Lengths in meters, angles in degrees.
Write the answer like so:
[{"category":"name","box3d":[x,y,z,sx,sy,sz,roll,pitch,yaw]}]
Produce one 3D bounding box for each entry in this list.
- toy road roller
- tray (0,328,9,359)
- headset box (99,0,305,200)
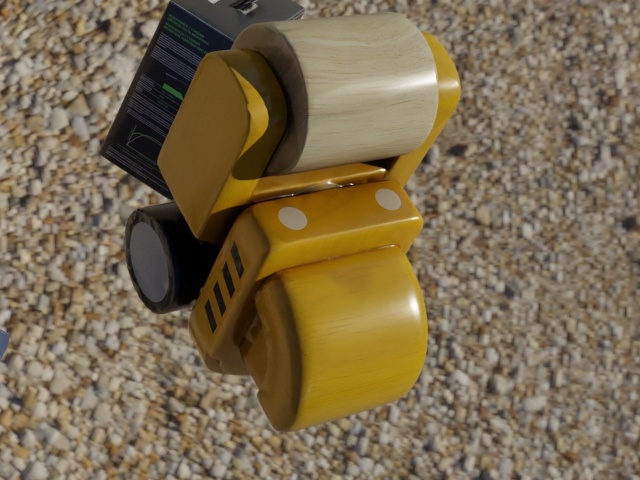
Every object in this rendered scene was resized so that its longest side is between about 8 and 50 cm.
[{"category":"toy road roller","box3d":[0.000,0.000,0.993,0.202,0.330,0.241,-12,58,-34]},{"category":"tray","box3d":[-0.322,0.047,0.682,0.270,0.145,0.030,16,118,-4]},{"category":"headset box","box3d":[-0.162,-0.238,1.753,0.131,0.246,0.283,32,118,3]}]
